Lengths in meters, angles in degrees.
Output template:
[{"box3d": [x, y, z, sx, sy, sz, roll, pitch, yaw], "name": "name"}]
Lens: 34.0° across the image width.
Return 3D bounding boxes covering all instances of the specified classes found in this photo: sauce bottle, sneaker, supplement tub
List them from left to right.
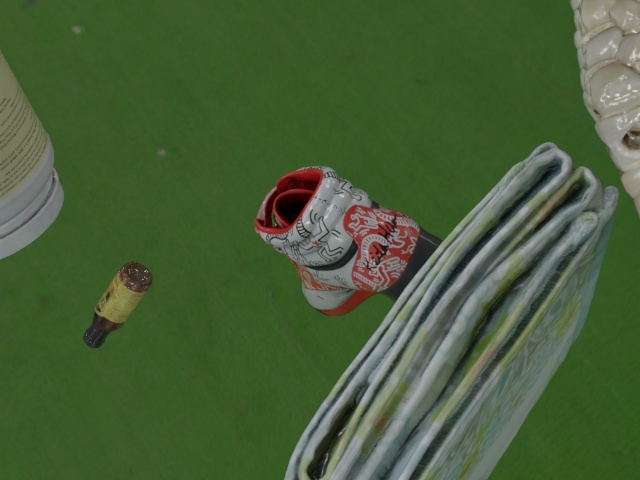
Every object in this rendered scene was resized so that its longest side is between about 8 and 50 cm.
[{"box3d": [-0.509, -0.148, 1.421, 0.235, 0.325, 0.235, -12, 40, 10], "name": "supplement tub"}, {"box3d": [-0.241, 0.079, 1.225, 0.042, 0.128, 0.042, 27, 32, -19], "name": "sauce bottle"}, {"box3d": [0.001, -0.001, 0.989, 0.145, 0.270, 0.090, 32, 76, -14], "name": "sneaker"}]

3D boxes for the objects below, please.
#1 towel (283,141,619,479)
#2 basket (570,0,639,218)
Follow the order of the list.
[{"box3d": [0.102, 0.126, 0.820, 0.090, 0.374, 0.320, 33, 73, 21], "name": "towel"}, {"box3d": [0.326, -0.087, 0.567, 0.328, 0.266, 0.331, -25, 23, 24], "name": "basket"}]
